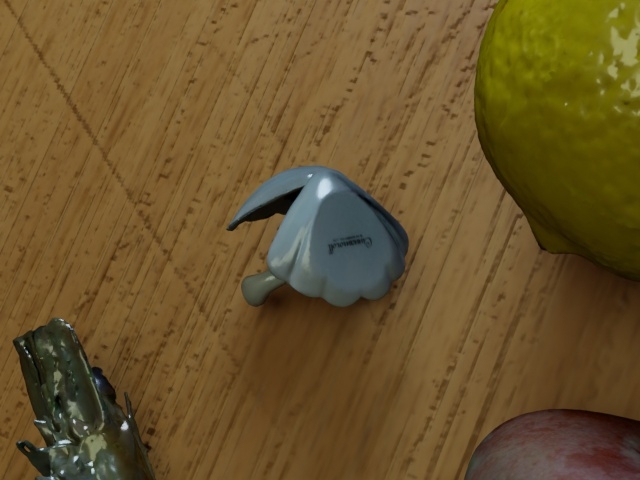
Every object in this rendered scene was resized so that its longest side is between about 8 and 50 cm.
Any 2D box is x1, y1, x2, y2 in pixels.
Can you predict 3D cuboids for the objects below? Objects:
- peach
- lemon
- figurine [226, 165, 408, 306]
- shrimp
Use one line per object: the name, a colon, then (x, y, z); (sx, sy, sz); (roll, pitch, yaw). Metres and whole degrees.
peach: (0.135, 0.151, 0.532); (0.152, 0.152, 0.152); (-7, 71, 20)
lemon: (0.166, -0.076, 0.562); (0.178, 0.178, 0.203); (39, 92, 27)
figurine: (0.000, 0.000, 0.663); (0.094, 0.086, 0.082); (-10, 82, -25)
shrimp: (-0.144, 0.160, 0.621); (0.058, 0.173, 0.253); (-35, 67, 36)
